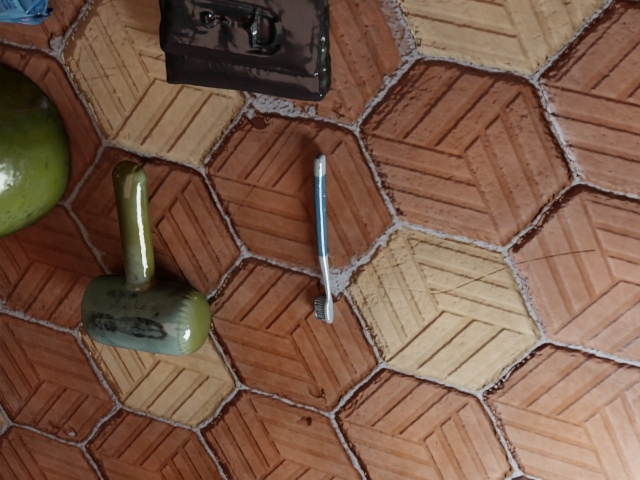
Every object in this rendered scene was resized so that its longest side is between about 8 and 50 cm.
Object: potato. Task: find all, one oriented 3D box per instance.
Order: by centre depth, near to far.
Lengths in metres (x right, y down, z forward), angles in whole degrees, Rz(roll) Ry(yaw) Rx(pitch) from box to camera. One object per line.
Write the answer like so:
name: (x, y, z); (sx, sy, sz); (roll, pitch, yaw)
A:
potato: (-0.533, -0.119, 1.754); (0.212, 0.280, 0.330); (-25, 106, 37)

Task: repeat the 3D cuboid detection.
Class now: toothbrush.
toothbrush: (0.000, 0.000, 1.742); (0.025, 0.019, 0.276); (15, 126, 26)

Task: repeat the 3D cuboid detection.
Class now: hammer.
hammer: (-0.268, 0.023, 1.836); (0.201, 0.113, 0.306); (5, 117, 19)

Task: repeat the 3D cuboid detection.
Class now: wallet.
wallet: (-0.096, -0.269, 1.596); (0.229, 0.049, 0.182); (11, 122, 17)

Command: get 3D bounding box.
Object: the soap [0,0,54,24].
soap: (-0.469, -0.395, 1.634); (0.156, 0.077, 0.293); (4, 138, 27)
